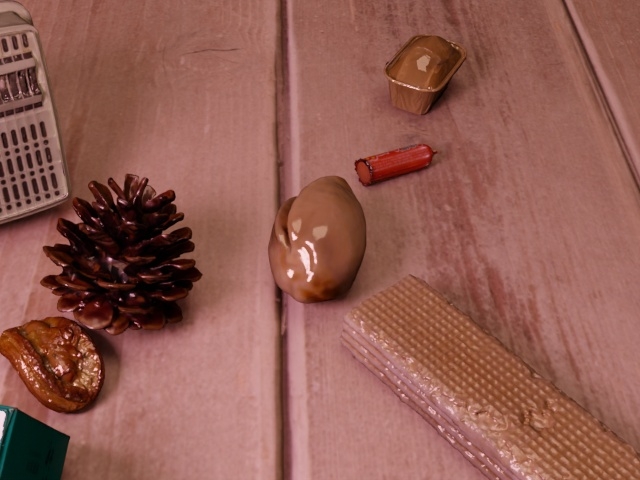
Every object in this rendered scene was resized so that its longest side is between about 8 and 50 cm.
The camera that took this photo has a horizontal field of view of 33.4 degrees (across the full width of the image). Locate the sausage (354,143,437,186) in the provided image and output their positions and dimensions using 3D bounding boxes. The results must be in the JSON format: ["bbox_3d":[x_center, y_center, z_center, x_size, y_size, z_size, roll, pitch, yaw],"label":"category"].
[{"bbox_3d":[0.124,-0.123,1.656,0.145,0.050,0.048,-17,52,-28],"label":"sausage"}]

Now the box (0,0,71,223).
[{"bbox_3d":[-0.462,-0.163,1.424,0.220,0.291,0.166,-20,28,-29],"label":"box"}]

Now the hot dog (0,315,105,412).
[{"bbox_3d":[-0.320,0.142,1.265,0.099,0.065,0.147,-15,43,-38],"label":"hot dog"}]

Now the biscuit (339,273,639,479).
[{"bbox_3d":[0.208,0.203,1.273,0.144,0.079,0.426,-28,52,-33],"label":"biscuit"}]

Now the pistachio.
[{"bbox_3d":[0.000,0.000,1.435,0.143,0.144,0.215,14,35,6],"label":"pistachio"}]

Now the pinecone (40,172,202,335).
[{"bbox_3d":[-0.244,0.014,1.328,0.207,0.208,0.208,5,41,-4],"label":"pinecone"}]

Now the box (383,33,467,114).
[{"bbox_3d":[0.177,-0.291,1.815,0.111,0.111,0.177,22,42,15],"label":"box"}]

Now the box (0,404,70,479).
[{"bbox_3d":[-0.350,0.210,1.042,0.153,0.245,0.092,10,74,3],"label":"box"}]
